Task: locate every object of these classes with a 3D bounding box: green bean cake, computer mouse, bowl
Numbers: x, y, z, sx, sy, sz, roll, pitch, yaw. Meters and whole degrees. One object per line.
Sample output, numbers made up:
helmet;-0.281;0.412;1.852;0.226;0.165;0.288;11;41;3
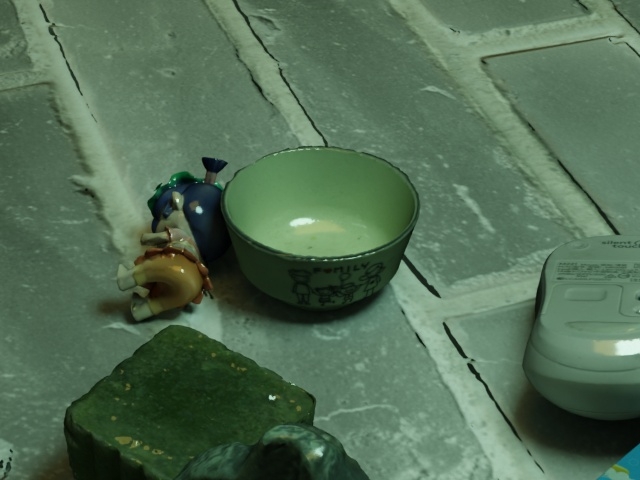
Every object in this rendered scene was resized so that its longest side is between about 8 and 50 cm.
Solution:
green bean cake;-0.119;0.183;1.567;0.185;0.094;0.183;23;41;27
computer mouse;0.300;0.094;1.682;0.184;0.121;0.297;-4;20;12
bowl;0.000;0.000;1.804;0.211;0.112;0.211;0;35;0

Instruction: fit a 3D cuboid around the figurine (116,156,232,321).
figurine;-0.142;0.004;1.818;0.102;0.111;0.195;-8;37;17

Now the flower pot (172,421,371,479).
flower pot;-0.026;0.280;1.268;0.299;0.299;0.283;22;45;26

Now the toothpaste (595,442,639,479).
toothpaste;0.331;0.209;1.571;0.050;0.065;0.267;27;43;36
